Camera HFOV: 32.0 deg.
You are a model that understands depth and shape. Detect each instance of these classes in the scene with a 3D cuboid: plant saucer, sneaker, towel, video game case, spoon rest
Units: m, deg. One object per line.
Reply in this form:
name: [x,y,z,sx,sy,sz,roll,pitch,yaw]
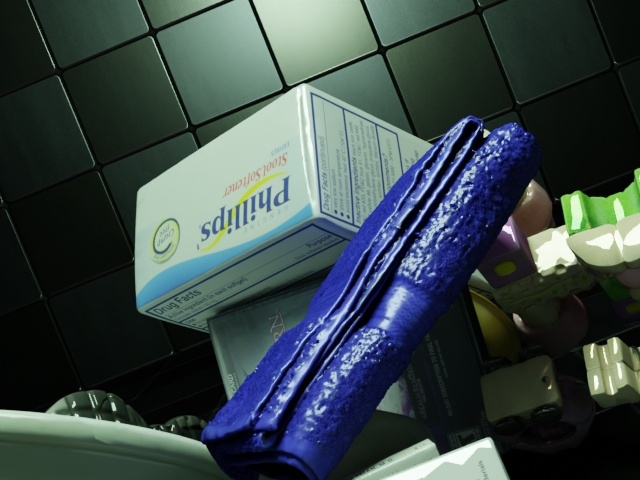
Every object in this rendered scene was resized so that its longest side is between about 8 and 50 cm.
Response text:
plant saucer: [-0.266,0.246,1.027,0.400,0.101,0.400,3,-23,1]
sneaker: [-0.218,0.242,1.230,0.106,0.101,0.267,-34,-35,20]
towel: [0.027,0.046,0.851,0.308,0.076,0.227,-52,9,-21]
video game case: [0.028,0.129,1.037,0.274,0.196,0.026,-20,-8,29]
spoon rest: [0.019,0.184,0.940,0.084,0.137,0.276,-43,22,-26]

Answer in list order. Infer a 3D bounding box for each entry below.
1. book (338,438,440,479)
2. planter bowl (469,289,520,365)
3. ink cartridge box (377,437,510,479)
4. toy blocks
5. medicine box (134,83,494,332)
book: [0.025,0.202,0.720,0.144,0.096,0.035,-22,4,-8]
planter bowl: [0.085,0.134,1.095,0.217,0.217,0.090,-20,42,33]
ink cartridge box: [0.030,0.189,0.568,0.175,0.127,0.072,-22,46,5]
toy blocks: [0.294,0.043,0.972,0.288,0.309,0.260,-21,-41,21]
medicine box: [0.000,0.000,1.155,0.289,0.149,0.263,21,-36,-40]
